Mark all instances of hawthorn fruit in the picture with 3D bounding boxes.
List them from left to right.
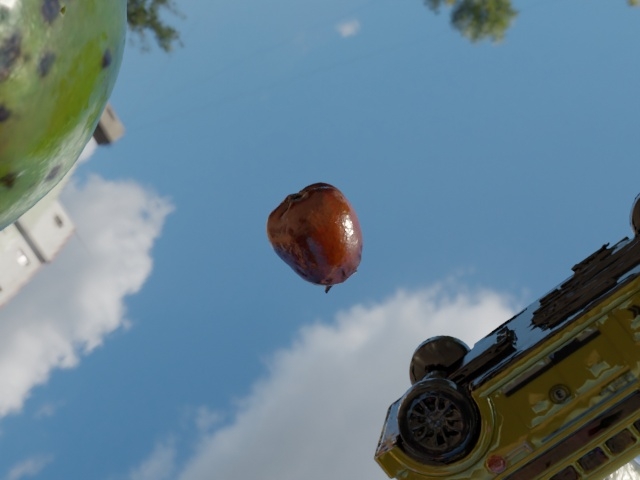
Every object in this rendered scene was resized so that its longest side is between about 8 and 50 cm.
[{"bbox_3d":[0.000,0.000,0.929,0.081,0.093,0.081,-29,-164,9],"label":"hawthorn fruit"}]

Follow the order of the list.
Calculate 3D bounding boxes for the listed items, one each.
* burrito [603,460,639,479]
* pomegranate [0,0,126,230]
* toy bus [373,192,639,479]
[{"bbox_3d":[0.416,0.348,1.417,0.105,0.299,0.143,-57,-144,-1],"label":"burrito"},{"bbox_3d":[-0.189,-0.101,0.389,0.211,0.211,0.263,-35,-120,-14],"label":"pomegranate"},{"bbox_3d":[0.204,0.091,0.804,0.331,0.151,0.145,-37,-179,13],"label":"toy bus"}]
